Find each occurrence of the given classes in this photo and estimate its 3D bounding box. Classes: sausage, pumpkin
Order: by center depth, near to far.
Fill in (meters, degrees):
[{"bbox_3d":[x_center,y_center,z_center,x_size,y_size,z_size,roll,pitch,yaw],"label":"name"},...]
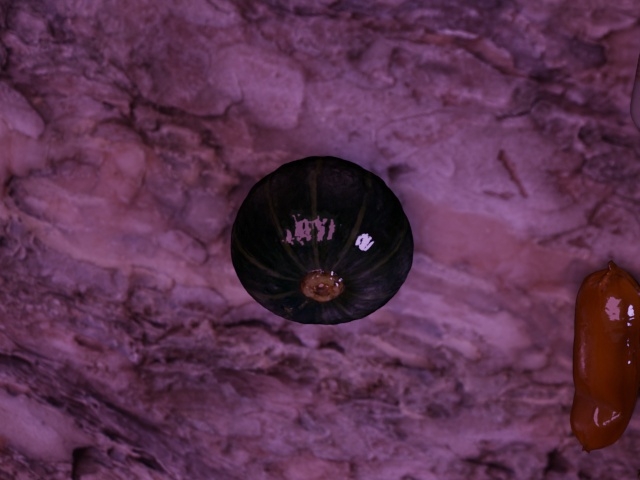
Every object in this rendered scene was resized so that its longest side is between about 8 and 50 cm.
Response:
[{"bbox_3d":[0.254,0.103,0.869,0.062,0.054,0.183,18,116,50],"label":"sausage"},{"bbox_3d":[0.000,0.002,0.895,0.167,0.167,0.125,-24,51,24],"label":"pumpkin"}]

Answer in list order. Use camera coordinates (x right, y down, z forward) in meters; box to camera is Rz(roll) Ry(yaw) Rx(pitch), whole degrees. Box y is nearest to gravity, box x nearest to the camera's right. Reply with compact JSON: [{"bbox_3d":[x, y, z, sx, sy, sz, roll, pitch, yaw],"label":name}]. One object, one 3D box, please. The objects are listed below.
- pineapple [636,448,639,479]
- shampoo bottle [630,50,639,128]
[{"bbox_3d":[0.321,0.128,0.817,0.125,0.125,0.251,3,108,20],"label":"pineapple"},{"bbox_3d":[0.293,-0.178,0.768,0.074,0.074,0.192,11,106,18],"label":"shampoo bottle"}]
